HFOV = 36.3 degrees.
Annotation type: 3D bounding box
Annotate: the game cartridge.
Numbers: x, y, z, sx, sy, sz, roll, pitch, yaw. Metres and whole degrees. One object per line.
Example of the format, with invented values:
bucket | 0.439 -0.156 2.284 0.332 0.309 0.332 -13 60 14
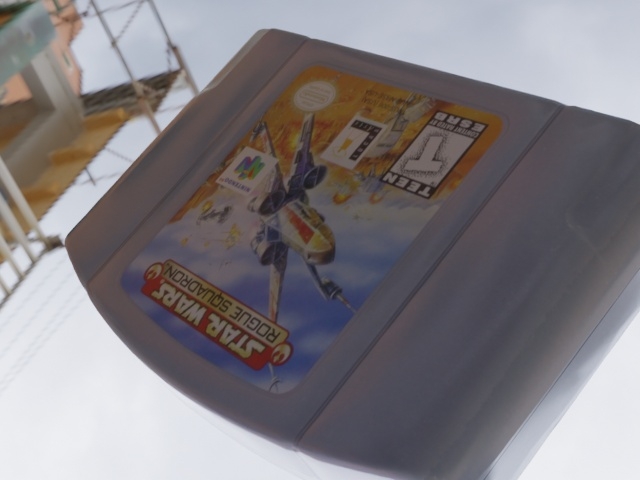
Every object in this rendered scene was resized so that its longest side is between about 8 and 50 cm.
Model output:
game cartridge | 0.000 0.000 0.466 0.198 0.062 0.297 -47 -138 -16
